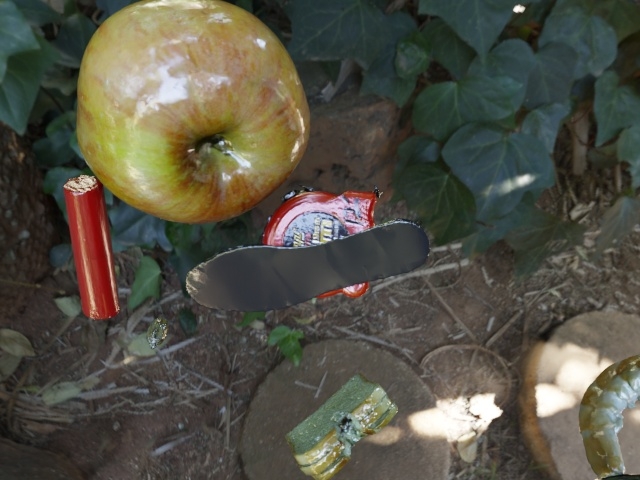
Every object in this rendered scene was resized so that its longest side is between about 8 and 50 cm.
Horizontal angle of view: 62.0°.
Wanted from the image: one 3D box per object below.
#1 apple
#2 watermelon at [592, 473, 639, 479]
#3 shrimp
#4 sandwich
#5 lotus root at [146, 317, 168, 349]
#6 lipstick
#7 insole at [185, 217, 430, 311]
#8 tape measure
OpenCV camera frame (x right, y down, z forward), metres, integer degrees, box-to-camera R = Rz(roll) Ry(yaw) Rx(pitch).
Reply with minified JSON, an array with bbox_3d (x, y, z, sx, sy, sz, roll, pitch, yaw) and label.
[{"bbox_3d":[-0.227,-0.229,0.944,0.400,0.400,0.333,-18,45,-21],"label":"apple"},{"bbox_3d":[0.338,0.398,0.476,0.363,0.363,0.363,5,60,-9],"label":"watermelon"},{"bbox_3d":[0.545,0.289,0.935,0.287,0.185,0.068,-40,103,-13],"label":"shrimp"},{"bbox_3d":[0.050,0.460,1.319,0.273,0.249,0.095,-39,92,-13],"label":"sandwich"},{"bbox_3d":[-0.450,0.255,1.466,0.054,0.049,0.099,5,40,-1],"label":"lotus root"},{"bbox_3d":[-0.419,0.021,0.982,0.073,0.280,0.073,5,30,-3],"label":"lipstick"},{"bbox_3d":[-0.022,0.039,0.739,0.348,0.119,0.009,-14,32,10],"label":"insole"},{"bbox_3d":[0.000,0.001,1.165,0.260,0.114,0.253,4,90,-2],"label":"tape measure"}]
